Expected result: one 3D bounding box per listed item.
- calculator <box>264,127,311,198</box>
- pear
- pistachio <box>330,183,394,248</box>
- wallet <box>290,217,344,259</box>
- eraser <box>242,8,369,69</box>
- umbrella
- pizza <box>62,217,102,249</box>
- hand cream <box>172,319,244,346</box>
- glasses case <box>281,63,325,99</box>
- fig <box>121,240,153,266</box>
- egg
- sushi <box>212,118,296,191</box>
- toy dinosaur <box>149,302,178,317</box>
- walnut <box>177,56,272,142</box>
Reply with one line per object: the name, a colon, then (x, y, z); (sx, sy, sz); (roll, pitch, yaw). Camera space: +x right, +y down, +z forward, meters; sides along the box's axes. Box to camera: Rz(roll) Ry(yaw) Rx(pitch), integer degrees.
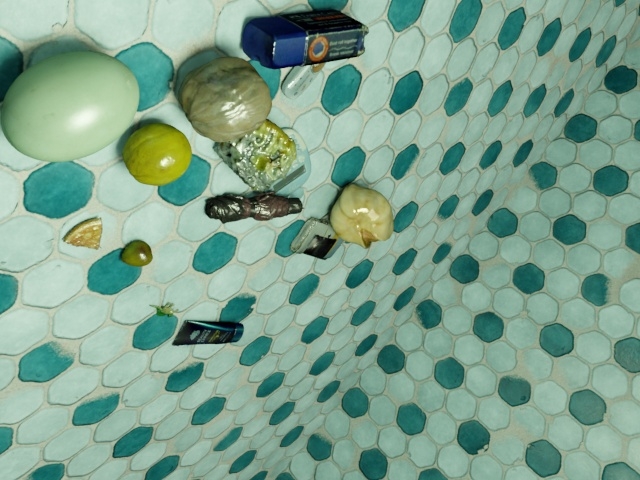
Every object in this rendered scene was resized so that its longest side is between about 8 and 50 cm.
calculator: (-0.112, -0.228, 1.895); (0.188, 0.042, 0.303); (-38, 147, -19)
pear: (-0.400, -0.210, 1.457); (0.162, 0.149, 0.149); (-30, 145, -14)
pistachio: (0.161, -0.088, 2.210); (0.229, 0.238, 0.321); (-18, 160, 22)
wallet: (0.000, 0.000, 2.260); (0.170, 0.069, 0.231); (-51, 148, 13)
eraser: (-0.037, -0.532, 1.555); (0.332, 0.155, 0.102); (-21, 137, -36)
umbrella: (-0.198, -0.104, 1.840); (0.326, 0.090, 0.094); (-6, 155, -31)
pizza: (-0.614, -0.014, 1.528); (0.099, 0.029, 0.100); (-11, 131, -34)
hand cream: (-0.402, 0.334, 2.150); (0.270, 0.061, 0.120); (10, 121, -46)
glasses case: (-0.043, -0.483, 1.699); (0.178, 0.045, 0.067); (-51, 149, 3)
fig: (-0.517, 0.040, 1.663); (0.088, 0.074, 0.074); (-15, 143, -2)
egg: (-0.504, -0.273, 1.206); (0.282, 0.203, 0.203); (-36, 147, -17)
sushi: (-0.188, -0.256, 1.664); (0.184, 0.139, 0.274); (-52, 135, -1)
toy dinosaur: (-0.511, 0.228, 1.920); (0.060, 0.029, 0.119); (-41, 150, 20)
walnut: (-0.232, -0.349, 1.456); (0.224, 0.224, 0.224); (-32, 145, -26)
